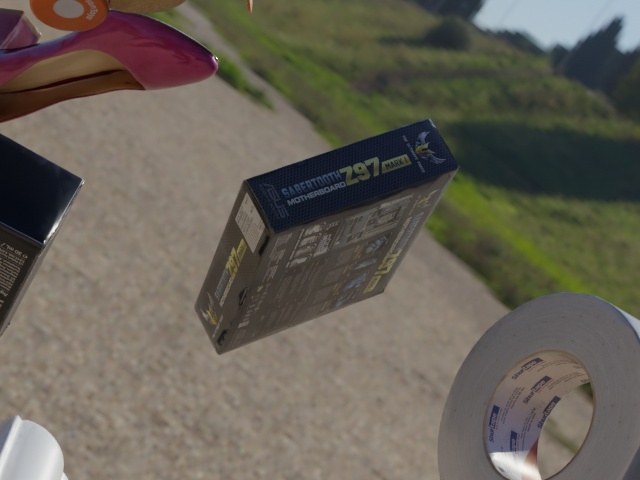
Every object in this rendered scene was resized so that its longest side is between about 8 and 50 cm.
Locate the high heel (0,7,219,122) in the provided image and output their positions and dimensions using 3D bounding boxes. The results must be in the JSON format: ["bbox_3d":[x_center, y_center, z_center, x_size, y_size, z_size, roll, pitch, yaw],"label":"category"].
[{"bbox_3d":[-0.305,-0.183,1.958,0.377,0.181,0.127,7,-25,32],"label":"high heel"}]

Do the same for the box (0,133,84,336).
[{"bbox_3d":[-0.347,-0.026,1.261,0.261,0.184,0.103,30,36,-7],"label":"box"}]

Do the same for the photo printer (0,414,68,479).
[{"bbox_3d":[-0.370,0.311,1.486,0.107,0.256,0.307,55,10,-15],"label":"photo printer"}]

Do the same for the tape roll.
[{"bbox_3d":[0.199,0.155,1.307,0.072,0.219,0.219,28,9,-36],"label":"tape roll"}]

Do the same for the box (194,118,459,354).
[{"bbox_3d":[0.000,0.000,1.384,0.059,0.183,0.233,62,-26,20],"label":"box"}]

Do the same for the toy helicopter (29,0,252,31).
[{"bbox_3d":[-0.151,-0.345,1.600,0.235,0.355,0.140,9,57,-15],"label":"toy helicopter"}]
